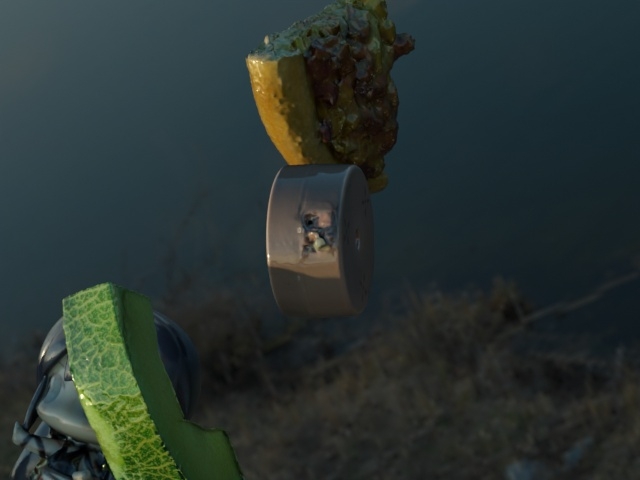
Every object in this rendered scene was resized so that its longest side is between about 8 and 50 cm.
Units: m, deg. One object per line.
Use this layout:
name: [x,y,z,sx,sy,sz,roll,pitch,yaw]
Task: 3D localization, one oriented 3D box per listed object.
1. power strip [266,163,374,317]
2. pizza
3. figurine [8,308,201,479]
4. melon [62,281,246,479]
power strip: [0.000,0.000,1.680,0.078,0.154,0.154,0,30,15]
pizza: [0.031,-0.167,1.820,0.081,0.289,0.228,7,66,31]
figurine: [-0.213,0.189,1.672,0.265,0.175,0.197,-66,-8,9]
melon: [-0.121,0.121,1.223,0.064,0.209,0.118,-17,15,18]
